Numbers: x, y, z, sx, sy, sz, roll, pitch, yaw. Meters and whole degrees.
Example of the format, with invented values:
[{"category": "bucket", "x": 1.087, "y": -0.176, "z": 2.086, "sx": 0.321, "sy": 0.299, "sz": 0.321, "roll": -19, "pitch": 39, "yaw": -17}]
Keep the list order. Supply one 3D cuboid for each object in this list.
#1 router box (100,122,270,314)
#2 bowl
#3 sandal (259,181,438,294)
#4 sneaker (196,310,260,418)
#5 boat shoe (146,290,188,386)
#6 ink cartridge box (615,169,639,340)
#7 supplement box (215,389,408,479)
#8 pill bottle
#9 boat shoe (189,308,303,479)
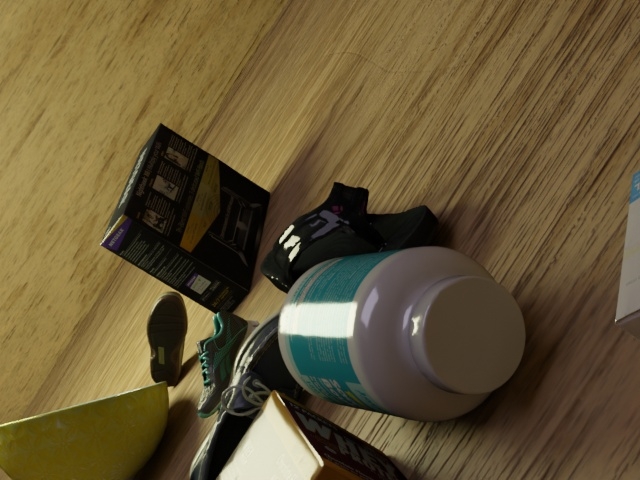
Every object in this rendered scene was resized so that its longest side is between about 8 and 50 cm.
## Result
[{"category": "router box", "x": -0.222, "y": -0.040, "z": 1.787, "sx": 0.081, "sy": 0.243, "sz": 0.309, "roll": -47, "pitch": 19, "yaw": 30}, {"category": "bowl", "x": -0.361, "y": 0.329, "z": 1.610, "sx": 0.289, "sy": 0.289, "sz": 0.156, "roll": -24, "pitch": 78, "yaw": 61}, {"category": "sandal", "x": -0.002, "y": 0.002, "z": 1.270, "sx": 0.167, "sy": 0.107, "sz": 0.446, "roll": -46, "pitch": 13, "yaw": -14}, {"category": "sneaker", "x": -0.150, "y": 0.174, "z": 1.488, "sx": 0.065, "sy": 0.076, "sz": 0.166, "roll": -35, "pitch": 28, "yaw": 54}, {"category": "boat shoe", "x": -0.253, "y": 0.153, "z": 1.739, "sx": 0.072, "sy": 0.068, "sz": 0.190, "roll": -71, "pitch": -5, "yaw": -56}, {"category": "ink cartridge box", "x": 0.245, "y": 0.015, "z": 0.627, "sx": 0.090, "sy": 0.092, "sz": 0.143, "roll": -38, "pitch": 25, "yaw": 50}, {"category": "supplement box", "x": -0.020, "y": 0.261, "z": 0.869, "sx": 0.194, "sy": 0.129, "sz": 0.191, "roll": -58, "pitch": 17, "yaw": 0}, {"category": "pill bottle", "x": 0.069, "y": 0.081, "z": 0.911, "sx": 0.146, "sy": 0.146, "sz": 0.264, "roll": -62, "pitch": 17, "yaw": -14}, {"category": "boat shoe", "x": -0.077, "y": 0.200, "z": 1.203, "sx": 0.254, "sy": 0.095, "sz": 0.079, "roll": -58, "pitch": 15, "yaw": 3}]
